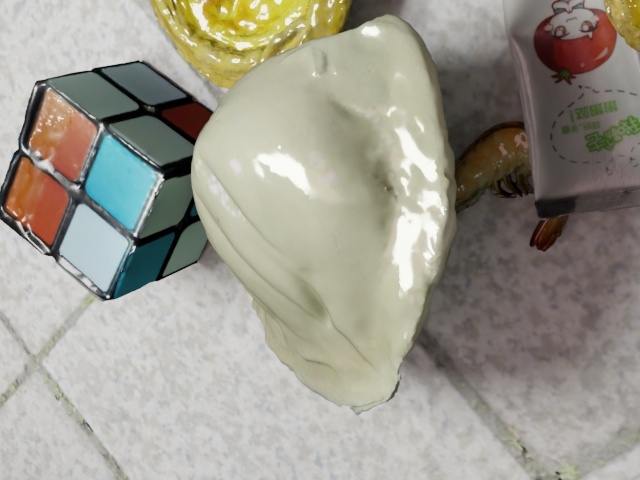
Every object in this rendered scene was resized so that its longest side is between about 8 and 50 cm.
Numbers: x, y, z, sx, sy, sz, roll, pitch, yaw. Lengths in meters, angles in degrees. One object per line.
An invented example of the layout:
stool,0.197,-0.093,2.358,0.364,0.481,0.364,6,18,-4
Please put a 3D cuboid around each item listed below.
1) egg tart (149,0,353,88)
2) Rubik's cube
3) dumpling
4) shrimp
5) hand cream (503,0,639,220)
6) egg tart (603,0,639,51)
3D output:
egg tart,-0.064,-0.283,0.945,0.278,0.095,0.279,9,106,33
Rubik's cube,-0.211,-0.067,1.047,0.180,0.167,0.183,35,120,15
dumpling,0.000,0.000,0.879,0.395,0.233,0.316,-40,54,56
shrimp,0.163,-0.031,0.924,0.124,0.034,0.178,48,120,1
hand cream,0.215,-0.183,0.826,0.121,0.076,0.336,-10,104,16
egg tart,0.286,-0.206,0.763,0.128,0.049,0.129,1,100,4
